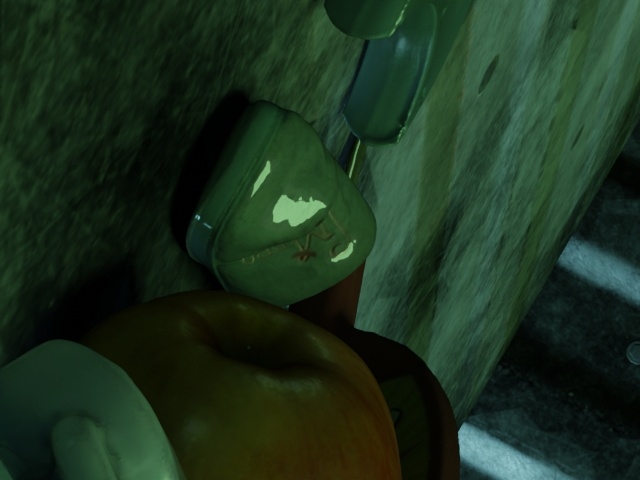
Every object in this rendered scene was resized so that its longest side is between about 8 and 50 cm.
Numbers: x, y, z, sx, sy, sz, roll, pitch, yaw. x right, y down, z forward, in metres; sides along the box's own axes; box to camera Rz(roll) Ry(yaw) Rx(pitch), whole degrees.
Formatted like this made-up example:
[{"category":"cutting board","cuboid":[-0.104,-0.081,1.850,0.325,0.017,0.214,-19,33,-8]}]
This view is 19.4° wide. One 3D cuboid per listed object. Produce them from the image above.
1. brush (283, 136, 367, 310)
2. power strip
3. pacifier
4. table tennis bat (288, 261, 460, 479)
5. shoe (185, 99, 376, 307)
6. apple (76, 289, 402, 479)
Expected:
[{"category":"brush","cuboid":[0.000,0.000,1.468,0.034,0.027,0.190,-32,141,-74]},{"category":"power strip","cuboid":[0.061,-0.172,1.272,0.168,0.054,0.253,-61,168,-15]},{"category":"pacifier","cuboid":[-0.156,0.158,0.826,0.225,0.238,0.287,-31,165,-6]},{"category":"table tennis bat","cuboid":[-0.015,0.147,1.298,0.051,0.268,0.415,46,39,-35]},{"category":"shoe","cuboid":[-0.018,-0.005,1.201,0.103,0.100,0.251,-59,170,-12]},{"category":"apple","cuboid":[-0.054,0.151,1.068,0.242,0.242,0.241,-44,148,-55]}]
